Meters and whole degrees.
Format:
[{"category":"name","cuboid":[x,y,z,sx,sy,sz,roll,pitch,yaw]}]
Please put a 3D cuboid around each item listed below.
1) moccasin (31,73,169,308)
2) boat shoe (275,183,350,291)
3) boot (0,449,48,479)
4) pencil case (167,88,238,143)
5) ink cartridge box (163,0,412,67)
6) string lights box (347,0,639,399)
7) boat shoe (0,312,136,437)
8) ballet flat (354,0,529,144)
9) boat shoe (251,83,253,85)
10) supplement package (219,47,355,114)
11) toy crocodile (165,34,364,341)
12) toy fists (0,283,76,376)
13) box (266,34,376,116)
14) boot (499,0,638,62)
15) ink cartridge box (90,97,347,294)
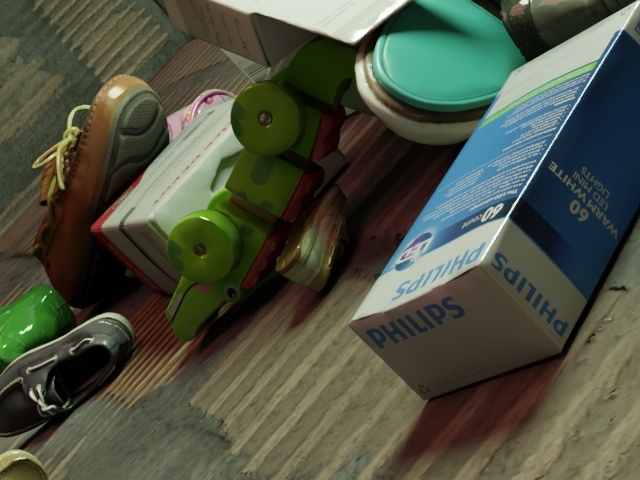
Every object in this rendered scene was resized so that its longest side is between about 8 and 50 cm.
[{"category":"moccasin","cuboid":[-0.274,-0.070,1.891,0.139,0.147,0.380,-42,-12,-30]},{"category":"boat shoe","cuboid":[0.000,0.000,1.374,0.050,0.045,0.135,-42,12,36]},{"category":"boot","cuboid":[-0.280,0.270,1.338,0.213,0.077,0.165,-57,17,-23]},{"category":"pencil case","cuboid":[-0.173,-0.092,1.961,0.124,0.124,0.284,-54,15,-31]},{"category":"ink cartridge box","cuboid":[0.047,-0.254,1.393,0.296,0.066,0.261,-40,43,-24]},{"category":"string lights box","cuboid":[0.135,-0.029,1.015,0.133,0.077,0.260,-27,23,51]},{"category":"boat shoe","cuboid":[-0.287,0.151,1.693,0.206,0.075,0.065,-35,13,18]},{"category":"ballet flat","cuboid":[0.125,-0.166,1.379,0.139,0.139,0.400,-33,14,40]},{"category":"boat shoe","cuboid":[-0.054,-0.194,2.035,0.064,0.060,0.178,-36,16,30]},{"category":"supplement package","cuboid":[0.042,-0.294,1.809,0.293,0.177,0.175,-52,17,-29]},{"category":"toy crocodile","cuboid":[-0.046,-0.050,1.447,0.340,0.105,0.115,-62,-9,20]},{"category":"toy fists","cuboid":[-0.404,0.149,1.991,0.142,0.096,0.279,-41,9,-30]},{"category":"box","cuboid":[0.056,-0.287,1.600,0.121,0.148,0.311,121,163,-55]},{"category":"boot","cuboid":[0.255,-0.242,1.324,0.161,0.083,0.246,-21,28,35]},{"category":"ink cartridge box","cuboid":[-0.113,-0.047,1.681,0.197,0.114,0.273,-48,13,-14]}]
